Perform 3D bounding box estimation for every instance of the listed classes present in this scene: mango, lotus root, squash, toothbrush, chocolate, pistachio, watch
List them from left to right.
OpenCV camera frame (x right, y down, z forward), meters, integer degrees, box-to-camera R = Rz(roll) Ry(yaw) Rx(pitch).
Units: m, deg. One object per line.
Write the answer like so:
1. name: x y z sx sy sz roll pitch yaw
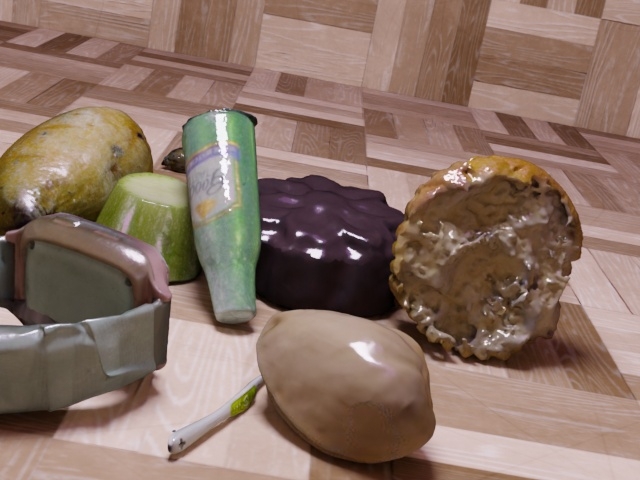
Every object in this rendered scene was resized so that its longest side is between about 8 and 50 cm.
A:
1. watch: -0.306 0.083 1.087 0.253 0.162 0.241 17 26 21
2. mango: -0.374 -0.087 1.554 0.176 0.175 0.329 -3 26 37
3. squash: -0.238 -0.016 1.476 0.170 0.123 0.170 14 22 -5
4. lotus root: -0.249 -0.152 1.979 0.099 0.049 0.054 0 22 -14
5. chocolate: -0.125 -0.030 1.392 0.110 0.110 0.291 4 61 -21
6. toothbrush: -0.093 0.173 1.128 0.026 0.022 0.263 6 14 25
7. pistachio: 0.028 0.147 1.112 0.223 0.126 0.152 32 66 34

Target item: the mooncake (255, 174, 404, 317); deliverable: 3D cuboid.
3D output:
1. mooncake: 0.000 0.000 1.522 0.283 0.141 0.283 8 20 -3

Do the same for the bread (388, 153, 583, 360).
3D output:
1. bread: 0.211 0.016 1.397 0.274 0.274 0.149 5 10 -17
